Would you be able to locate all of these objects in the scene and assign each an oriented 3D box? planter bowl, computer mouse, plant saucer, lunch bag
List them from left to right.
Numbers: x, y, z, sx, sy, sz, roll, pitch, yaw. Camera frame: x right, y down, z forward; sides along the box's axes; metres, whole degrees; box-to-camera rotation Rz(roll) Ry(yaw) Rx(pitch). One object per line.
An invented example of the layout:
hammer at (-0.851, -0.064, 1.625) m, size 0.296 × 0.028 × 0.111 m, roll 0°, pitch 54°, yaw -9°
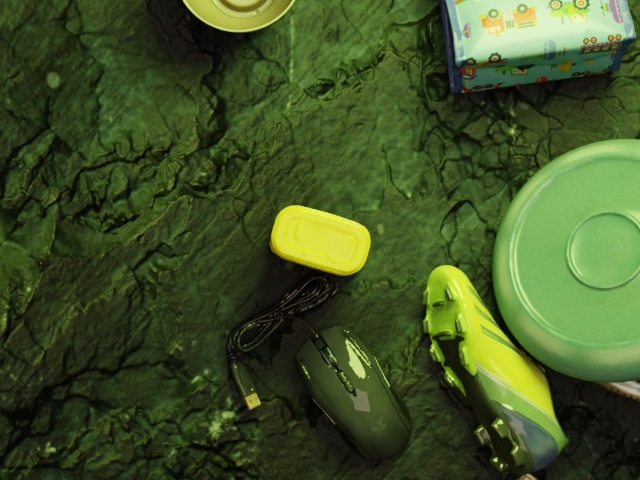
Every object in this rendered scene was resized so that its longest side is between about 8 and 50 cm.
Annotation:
planter bowl at (-0.100, -0.337, 1.625) m, size 0.162 × 0.109 × 0.162 m, roll 0°, pitch 89°, yaw 0°
computer mouse at (-0.007, 0.188, 1.647) m, size 0.184 × 0.060 × 0.262 m, roll -29°, pitch 90°, yaw -1°
lunch bag at (0.257, -0.357, 1.629) m, size 0.221 × 0.138 × 0.293 m, roll -7°, pitch 79°, yaw 2°
plant saucer at (0.357, 0.016, 1.580) m, size 0.317 × 0.043 × 0.318 m, roll -9°, pitch 69°, yaw 25°

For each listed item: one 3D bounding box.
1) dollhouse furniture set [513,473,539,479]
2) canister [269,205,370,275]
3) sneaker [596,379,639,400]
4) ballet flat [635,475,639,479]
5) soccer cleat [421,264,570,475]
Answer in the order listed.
dollhouse furniture set at (0.180, 0.346, 1.626) m, size 0.161 × 0.101 × 0.182 m, roll 37°, pitch 89°, yaw 0°
canister at (0.000, 0.000, 1.593) m, size 0.126 × 0.170 × 0.073 m, roll 16°, pitch 90°, yaw -1°
sneaker at (0.486, 0.148, 1.631) m, size 0.282 × 0.099 × 0.153 m, roll 15°, pitch 91°, yaw -4°
ballet flat at (0.510, 0.301, 1.652) m, size 0.203 × 0.074 × 0.074 m, roll 5°, pitch 90°, yaw 6°
soccer cleat at (0.226, 0.160, 1.649) m, size 0.121 × 0.093 × 0.289 m, roll -23°, pitch 85°, yaw -31°
